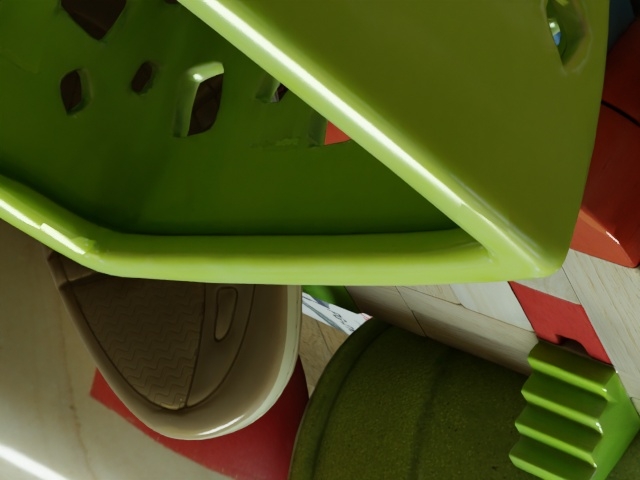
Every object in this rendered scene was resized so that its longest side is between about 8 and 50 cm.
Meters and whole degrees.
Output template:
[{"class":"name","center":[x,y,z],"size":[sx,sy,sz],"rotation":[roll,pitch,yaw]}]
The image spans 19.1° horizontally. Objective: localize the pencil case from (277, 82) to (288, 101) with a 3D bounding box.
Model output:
[{"class":"pencil case","center":[-0.170,-0.142,1.094],"size":[0.386,0.160,0.167],"rotation":[36,169,-33]}]

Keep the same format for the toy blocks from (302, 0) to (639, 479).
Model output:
[{"class":"toy blocks","center":[0.100,-0.039,0.884],"size":[0.381,0.190,0.261],"rotation":[20,153,42]}]

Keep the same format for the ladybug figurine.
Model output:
[{"class":"ladybug figurine","center":[-0.140,0.054,1.041],"size":[0.305,0.162,0.449],"rotation":[29,173,28]}]

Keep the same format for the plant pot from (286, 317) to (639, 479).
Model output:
[{"class":"plant pot","center":[0.227,0.181,1.019],"size":[0.353,0.366,0.366],"rotation":[-14,144,34]}]

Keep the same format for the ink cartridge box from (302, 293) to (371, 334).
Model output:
[{"class":"ink cartridge box","center":[0.000,0.000,1.518],"size":[0.237,0.100,0.172],"rotation":[24,170,26]}]

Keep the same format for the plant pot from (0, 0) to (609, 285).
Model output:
[{"class":"plant pot","center":[-0.043,-0.127,0.578],"size":[0.227,0.207,0.228],"rotation":[0,153,46]}]

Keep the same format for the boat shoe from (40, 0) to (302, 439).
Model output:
[{"class":"boat shoe","center":[-0.067,-0.070,0.893],"size":[0.122,0.341,0.110],"rotation":[-20,161,19]}]
